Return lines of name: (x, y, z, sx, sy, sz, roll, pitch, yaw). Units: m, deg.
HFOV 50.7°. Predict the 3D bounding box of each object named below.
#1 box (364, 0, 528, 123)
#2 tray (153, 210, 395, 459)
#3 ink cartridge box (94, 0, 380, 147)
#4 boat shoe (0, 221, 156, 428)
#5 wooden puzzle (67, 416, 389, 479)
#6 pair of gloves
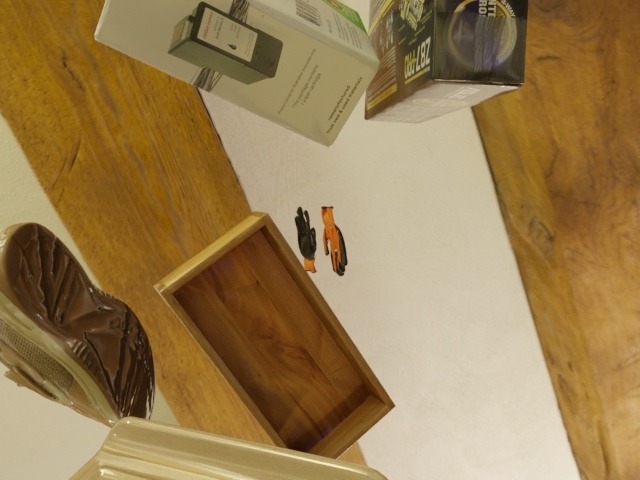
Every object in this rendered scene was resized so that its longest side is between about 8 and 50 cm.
box: (0.123, -0.306, 0.758, 0.097, 0.395, 0.318, 3, -86, -5)
tray: (-0.066, 0.178, 1.109, 0.203, 0.076, 0.411, -38, -71, -15)
ink cartridge box: (-0.088, -0.243, 0.755, 0.273, 0.198, 0.114, 22, -60, -19)
boat shoe: (-0.281, 0.107, 0.730, 0.110, 0.121, 0.341, -7, -44, 11)
wooden puzzle: (-0.100, 0.197, 0.335, 0.221, 0.238, 0.044, 1, -60, 31)
pair of gloves: (0.000, 0.000, 0.707, 0.010, 0.083, 0.074, -16, -79, -33)
